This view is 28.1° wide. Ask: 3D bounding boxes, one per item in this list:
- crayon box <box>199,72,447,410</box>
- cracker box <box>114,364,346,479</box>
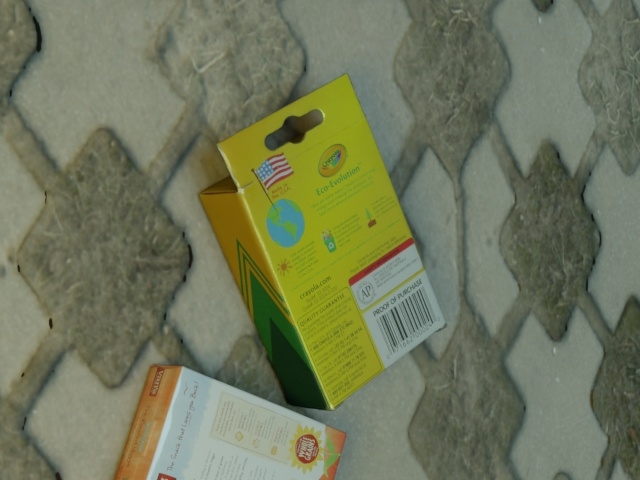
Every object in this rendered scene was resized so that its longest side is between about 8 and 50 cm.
[{"bbox_3d":[0.000,0.000,1.416,0.202,0.081,0.318,-32,108,-34],"label":"crayon box"},{"bbox_3d":[-0.094,0.240,1.345,0.232,0.067,0.155,28,71,-35],"label":"cracker box"}]
